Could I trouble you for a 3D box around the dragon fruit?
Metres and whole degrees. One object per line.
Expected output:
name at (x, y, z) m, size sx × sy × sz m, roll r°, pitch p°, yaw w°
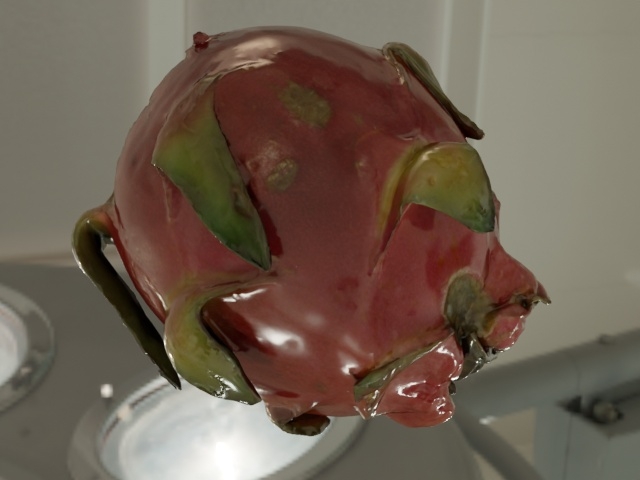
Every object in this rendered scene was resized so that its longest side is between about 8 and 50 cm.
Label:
dragon fruit at (-0.005, -0.003, 0.615) m, size 0.224 × 0.224 × 0.227 m, roll -12°, pitch -129°, yaw -39°
